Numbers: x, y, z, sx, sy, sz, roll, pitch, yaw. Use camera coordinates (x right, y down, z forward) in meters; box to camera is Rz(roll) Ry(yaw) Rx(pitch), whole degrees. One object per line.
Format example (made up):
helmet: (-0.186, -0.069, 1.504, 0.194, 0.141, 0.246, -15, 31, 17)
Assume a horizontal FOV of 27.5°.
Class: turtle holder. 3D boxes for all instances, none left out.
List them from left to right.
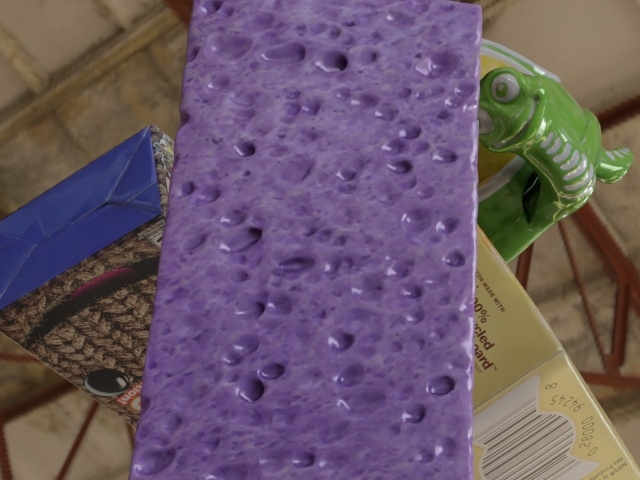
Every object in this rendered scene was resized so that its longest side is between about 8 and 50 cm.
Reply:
turtle holder: (0.132, -0.072, 1.237, 0.227, 0.320, 0.243, 44, -73, -9)

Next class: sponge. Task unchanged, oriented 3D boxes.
sponge: (0.000, 0.000, 0.491, 0.117, 0.210, 0.031, 5, -24, 0)

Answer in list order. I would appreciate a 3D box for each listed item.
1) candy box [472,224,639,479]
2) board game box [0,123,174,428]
candy box: (0.117, 0.107, 0.760, 0.087, 0.183, 0.316, -33, -47, 5)
board game box: (-0.179, 0.056, 1.418, 0.232, 0.141, 0.291, -30, -46, 16)
